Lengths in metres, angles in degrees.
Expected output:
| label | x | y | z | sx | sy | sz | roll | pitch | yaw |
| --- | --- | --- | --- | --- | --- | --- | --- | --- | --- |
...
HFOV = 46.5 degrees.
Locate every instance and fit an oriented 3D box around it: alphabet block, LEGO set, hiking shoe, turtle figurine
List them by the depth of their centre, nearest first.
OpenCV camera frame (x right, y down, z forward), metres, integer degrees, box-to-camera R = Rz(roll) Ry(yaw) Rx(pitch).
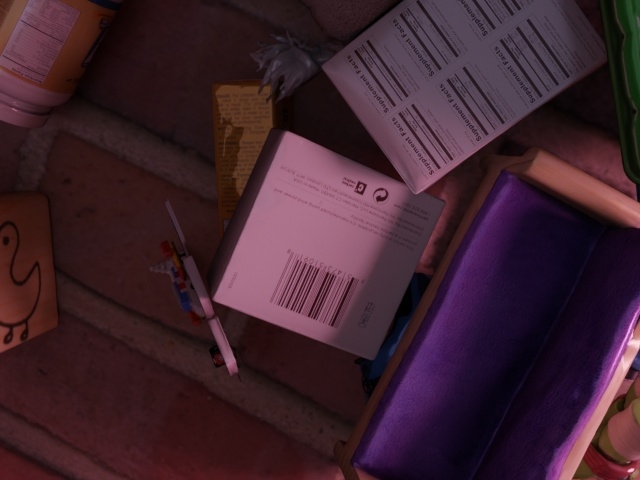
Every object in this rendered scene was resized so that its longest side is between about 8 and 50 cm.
| label | x | y | z | sx | sy | sz | roll | pitch | yaw |
| --- | --- | --- | --- | --- | --- | --- | --- | --- | --- |
| turtle figurine | 0.292 | 0.258 | 0.751 | 0.198 | 0.274 | 0.266 | 7 | 138 | -27 |
| LEGO set | -0.143 | 0.079 | 0.833 | 0.060 | 0.244 | 0.182 | -22 | 76 | -10 |
| hiking shoe | 0.097 | 0.179 | 0.853 | 0.132 | 0.113 | 0.303 | 19 | 93 | 17 |
| alphabet block | -0.461 | 0.041 | 0.904 | 0.194 | 0.197 | 0.192 | 2 | 101 | 13 |

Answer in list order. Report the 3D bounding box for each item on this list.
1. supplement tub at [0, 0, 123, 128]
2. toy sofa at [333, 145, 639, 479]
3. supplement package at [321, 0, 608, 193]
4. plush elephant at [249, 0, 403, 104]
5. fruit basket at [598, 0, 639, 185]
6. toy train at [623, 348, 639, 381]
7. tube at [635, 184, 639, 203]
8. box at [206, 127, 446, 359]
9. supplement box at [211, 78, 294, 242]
| label | x | y | z | sx | sy | sz | roll | pitch | yaw |
| --- | --- | --- | --- | --- | --- | --- | --- | --- | --- |
| supplement tub | -0.327 | -0.245 | 0.850 | 0.144 | 0.144 | 0.199 | 36 | 106 | 5 |
| toy sofa | 0.164 | 0.105 | 0.688 | 0.150 | 0.177 | 0.362 | 27 | 93 | -12 |
| supplement package | 0.141 | -0.169 | 0.727 | 0.203 | 0.194 | 0.149 | -35 | 91 | 17 |
| plush elephant | 0.007 | -0.325 | 0.691 | 0.330 | 0.272 | 0.255 | -35 | 95 | 19 |
| fruit basket | 0.335 | -0.179 | 0.602 | 0.166 | 0.353 | 0.326 | -6 | 98 | 38 |
| toy train | 0.329 | 0.055 | 0.785 | 0.105 | 0.080 | 0.184 | 22 | 103 | 16 |
| tube | 0.343 | -0.072 | 0.735 | 0.080 | 0.052 | 0.207 | 6 | 67 | 8 |
| box | 0.000 | 0.000 | 0.770 | 0.181 | 0.119 | 0.181 | 22 | 94 | -14 |
| supplement box | -0.072 | -0.066 | 0.856 | 0.080 | 0.078 | 0.233 | -2 | 100 | 13 |
